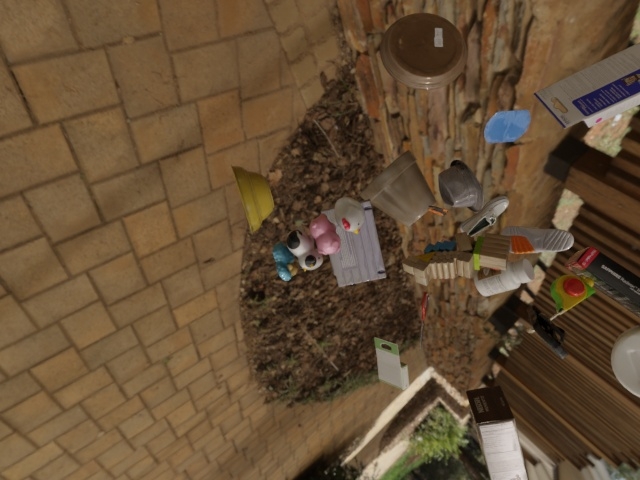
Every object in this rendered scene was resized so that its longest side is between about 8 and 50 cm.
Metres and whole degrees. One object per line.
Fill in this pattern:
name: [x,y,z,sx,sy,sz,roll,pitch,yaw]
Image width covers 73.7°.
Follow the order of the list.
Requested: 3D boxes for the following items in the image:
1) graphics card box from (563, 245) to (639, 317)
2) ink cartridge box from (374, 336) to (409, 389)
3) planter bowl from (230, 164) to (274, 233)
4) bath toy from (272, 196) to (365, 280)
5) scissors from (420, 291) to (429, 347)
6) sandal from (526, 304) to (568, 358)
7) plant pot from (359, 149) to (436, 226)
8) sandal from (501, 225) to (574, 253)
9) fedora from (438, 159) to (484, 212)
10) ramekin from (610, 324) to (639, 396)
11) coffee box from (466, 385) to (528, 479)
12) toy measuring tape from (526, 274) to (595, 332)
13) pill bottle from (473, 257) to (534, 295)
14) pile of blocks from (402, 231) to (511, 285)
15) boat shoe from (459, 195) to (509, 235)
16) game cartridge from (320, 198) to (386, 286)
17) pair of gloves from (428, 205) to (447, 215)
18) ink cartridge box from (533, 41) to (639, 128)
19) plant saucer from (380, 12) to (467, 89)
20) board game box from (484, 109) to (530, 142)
graphics card box: [1.179,0.175,1.688,0.094,0.371,0.233,-51,160,6]
ink cartridge box: [0.351,0.600,2.114,0.056,0.171,0.235,-11,99,-35]
planter bowl: [-0.194,-0.133,1.277,0.090,0.217,0.217,-18,142,-9]
bath toy: [0.000,0.000,1.384,0.348,0.129,0.151,-35,113,25]
scissors: [0.533,0.417,2.232,0.109,0.021,0.297,29,72,-64]
sandal: [0.648,0.242,1.218,0.054,0.097,0.254,-44,-176,21]
plant pot: [0.400,-0.228,2.081,0.323,0.280,0.323,-41,177,-3]
sandal: [0.781,0.003,1.534,0.076,0.265,0.102,2,92,-35]
fedora: [0.630,-0.240,1.980,0.124,0.275,0.244,-19,145,-1]
ramekin: [1.201,0.443,1.533,0.135,0.277,0.277,8,120,-46]
coffee box: [0.588,0.661,1.418,0.119,0.297,0.168,-15,-166,12]
toy measuring tape: [0.872,0.216,1.585,0.330,0.121,0.121,-29,146,-10]
pill bottle: [0.821,0.161,1.911,0.131,0.131,0.229,-11,168,-45]
pile of blocks: [0.469,0.068,1.469,0.362,0.149,0.112,-9,134,13]
boat shoe: [0.690,-0.090,1.763,0.226,0.076,0.083,-40,122,15]
game cartridge: [0.143,0.014,1.879,0.068,0.230,0.355,-58,136,-74]
pair of gloves: [0.454,-0.115,1.654,0.083,0.074,0.010,47,63,-75]
ink cartridge box: [0.874,-0.465,1.306,0.371,0.176,0.069,-24,147,7]
plant saucer: [0.328,-0.607,1.347,0.278,0.278,0.041,-42,169,-10]
board game box: [0.677,-0.424,1.564,0.169,0.033,0.133,-5,138,-4]
